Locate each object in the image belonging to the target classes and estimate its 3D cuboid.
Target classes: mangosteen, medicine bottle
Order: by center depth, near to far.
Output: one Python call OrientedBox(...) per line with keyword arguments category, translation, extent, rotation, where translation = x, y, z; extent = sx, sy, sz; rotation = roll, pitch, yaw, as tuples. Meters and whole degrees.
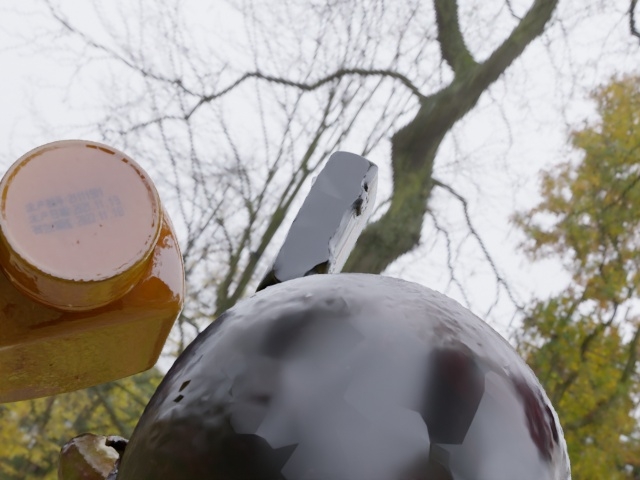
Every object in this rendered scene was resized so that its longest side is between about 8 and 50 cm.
OrientedBox(category="mangosteen", translation=(-0.021, 0.129, 0.420), extent=(0.261, 0.236, 0.235), rotation=(5, -34, 24))
OrientedBox(category="medicine bottle", translation=(-0.179, 0.027, 0.672), extent=(0.112, 0.149, 0.222), rotation=(70, -25, 19))

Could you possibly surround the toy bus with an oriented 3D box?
OrientedBox(category="toy bus", translation=(0.000, 0.000, 0.852), extent=(0.057, 0.172, 0.072), rotation=(18, -34, 16))
